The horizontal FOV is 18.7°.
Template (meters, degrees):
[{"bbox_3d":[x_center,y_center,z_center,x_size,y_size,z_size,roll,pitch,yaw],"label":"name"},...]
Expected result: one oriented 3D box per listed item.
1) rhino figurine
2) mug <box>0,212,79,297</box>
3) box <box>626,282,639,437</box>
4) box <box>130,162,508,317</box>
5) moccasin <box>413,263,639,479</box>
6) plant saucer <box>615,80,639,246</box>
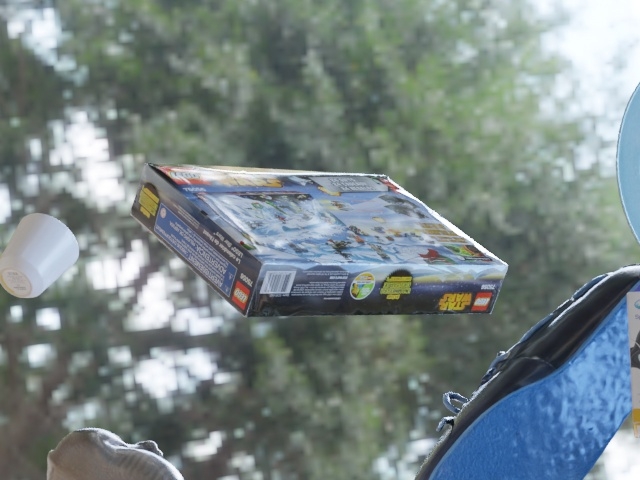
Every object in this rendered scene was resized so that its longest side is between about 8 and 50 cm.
[{"bbox_3d":[-0.101,0.207,1.413,0.243,0.106,0.073,26,-90,28],"label":"rhino figurine"},{"bbox_3d":[-0.263,0.023,1.755,0.078,0.062,0.064,-53,-176,45],"label":"mug"},{"bbox_3d":[0.280,0.087,1.501,0.028,0.081,0.136,74,17,-51],"label":"box"},{"bbox_3d":[0.000,0.000,0.831,0.094,0.137,0.027,40,-61,44],"label":"box"},{"bbox_3d":[0.210,0.155,1.803,0.138,0.342,0.117,60,-22,-18],"label":"moccasin"},{"bbox_3d":[0.286,-0.049,1.380,0.037,0.195,0.195,170,-87,-68],"label":"plant saucer"}]
